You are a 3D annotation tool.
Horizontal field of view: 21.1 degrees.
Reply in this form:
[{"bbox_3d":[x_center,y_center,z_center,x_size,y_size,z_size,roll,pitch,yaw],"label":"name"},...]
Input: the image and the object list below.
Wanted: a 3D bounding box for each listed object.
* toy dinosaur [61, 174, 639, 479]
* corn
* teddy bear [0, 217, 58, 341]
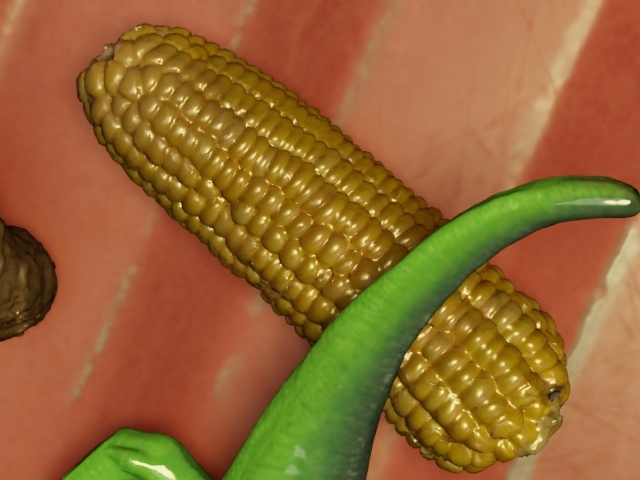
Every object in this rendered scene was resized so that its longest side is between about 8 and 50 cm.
[{"bbox_3d":[0.009,0.235,0.784,0.500,0.144,0.374,-31,87,31],"label":"toy dinosaur"},{"bbox_3d":[0.000,0.000,0.837,0.292,0.101,0.101,39,97,6],"label":"corn"},{"bbox_3d":[-0.249,0.008,0.849,0.190,0.140,0.177,-30,90,2],"label":"teddy bear"}]
